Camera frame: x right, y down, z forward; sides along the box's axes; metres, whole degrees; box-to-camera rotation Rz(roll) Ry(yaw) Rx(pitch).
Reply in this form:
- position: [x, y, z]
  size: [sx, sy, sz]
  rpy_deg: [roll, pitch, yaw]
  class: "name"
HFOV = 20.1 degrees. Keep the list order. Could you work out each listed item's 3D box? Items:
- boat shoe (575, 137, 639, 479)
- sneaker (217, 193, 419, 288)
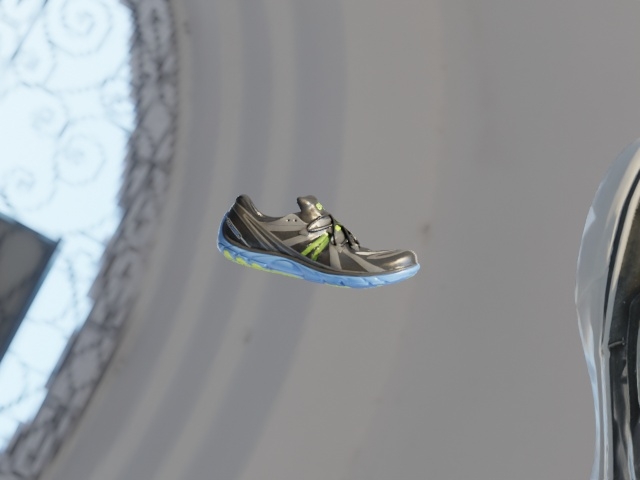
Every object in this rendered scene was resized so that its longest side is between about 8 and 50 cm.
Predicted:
- position: [0.215, 0.082, 0.981]
  size: [0.119, 0.121, 0.335]
  rpy_deg: [-33, -135, 56]
  class: "boat shoe"
- position: [0.000, 0.000, 1.659]
  size: [0.067, 0.188, 0.078]
  rpy_deg: [23, 81, -83]
  class: "sneaker"
